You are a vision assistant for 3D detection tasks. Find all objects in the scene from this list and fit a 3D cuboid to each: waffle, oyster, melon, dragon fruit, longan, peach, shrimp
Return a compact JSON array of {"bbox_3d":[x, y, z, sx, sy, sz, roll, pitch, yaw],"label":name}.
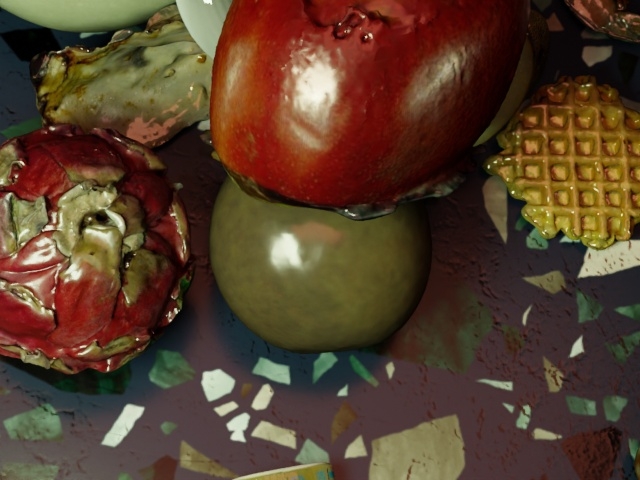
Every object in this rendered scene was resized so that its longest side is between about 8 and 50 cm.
[{"bbox_3d":[0.367,-0.108,1.928,0.238,0.059,0.243,41,76,5],"label":"waffle"},{"bbox_3d":[-0.217,-0.241,1.845,0.361,0.221,0.096,-29,59,-12],"label":"oyster"},{"bbox_3d":[0.270,-0.257,1.938,0.099,0.099,0.162,25,73,4],"label":"melon"},{"bbox_3d":[-0.309,0.014,1.703,0.329,0.329,0.329,1,73,-4],"label":"dragon fruit"},{"bbox_3d":[0.000,-0.002,1.742,0.297,0.297,0.297,1,73,-4],"label":"longan"},{"bbox_3d":[0.041,-0.221,1.603,0.339,0.353,0.416,27,89,32],"label":"peach"},{"bbox_3d":[0.512,-0.376,2.018,0.365,0.071,0.233,27,82,3],"label":"shrimp"}]

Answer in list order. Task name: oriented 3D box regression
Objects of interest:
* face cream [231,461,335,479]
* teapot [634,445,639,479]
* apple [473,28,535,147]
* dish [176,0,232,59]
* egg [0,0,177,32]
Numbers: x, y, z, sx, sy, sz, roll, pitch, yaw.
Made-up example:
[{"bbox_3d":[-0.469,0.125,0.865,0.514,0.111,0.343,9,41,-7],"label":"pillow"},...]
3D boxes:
[{"bbox_3d":[-0.026,0.430,1.715,0.139,0.067,0.285,-9,73,-6],"label":"face cream"},{"bbox_3d":[0.478,0.298,1.791,0.129,0.078,0.098,14,72,0],"label":"teapot"},{"bbox_3d":[0.133,-0.226,1.856,0.346,0.179,0.254,-16,86,20],"label":"apple"},{"bbox_3d":[-0.045,-0.350,1.789,0.273,0.134,0.273,-6,100,-37],"label":"dish"},{"bbox_3d":[-0.315,-0.418,1.844,0.336,0.278,0.278,-17,74,-20],"label":"egg"}]
